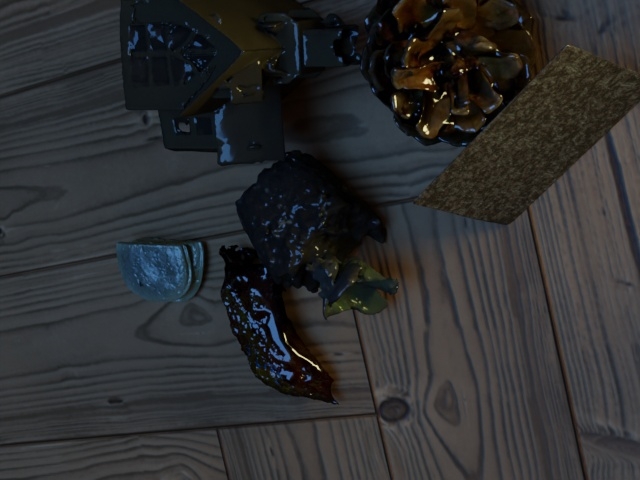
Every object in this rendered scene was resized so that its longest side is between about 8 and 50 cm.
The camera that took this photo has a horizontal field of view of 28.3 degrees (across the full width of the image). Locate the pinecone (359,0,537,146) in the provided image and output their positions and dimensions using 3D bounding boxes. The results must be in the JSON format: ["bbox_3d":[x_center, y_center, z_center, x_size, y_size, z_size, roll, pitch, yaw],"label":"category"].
[{"bbox_3d":[0.127,-0.189,1.302,0.184,0.204,0.179,34,110,7],"label":"pinecone"}]

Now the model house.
[{"bbox_3d":[-0.067,-0.190,1.420,0.243,0.211,0.204,3,103,31],"label":"model house"}]

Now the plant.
[{"bbox_3d":[0.000,0.000,1.460,0.131,0.142,0.203,-41,73,15],"label":"plant"}]

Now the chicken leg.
[{"bbox_3d":[-0.060,0.107,1.568,0.105,0.063,0.234,-21,91,38],"label":"chicken leg"}]

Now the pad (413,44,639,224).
[{"bbox_3d":[0.220,-0.100,1.299,0.235,0.158,0.003,-47,50,31],"label":"pad"}]

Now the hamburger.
[{"bbox_3d":[-0.204,0.041,1.649,0.121,0.054,0.084,0,99,25],"label":"hamburger"}]
